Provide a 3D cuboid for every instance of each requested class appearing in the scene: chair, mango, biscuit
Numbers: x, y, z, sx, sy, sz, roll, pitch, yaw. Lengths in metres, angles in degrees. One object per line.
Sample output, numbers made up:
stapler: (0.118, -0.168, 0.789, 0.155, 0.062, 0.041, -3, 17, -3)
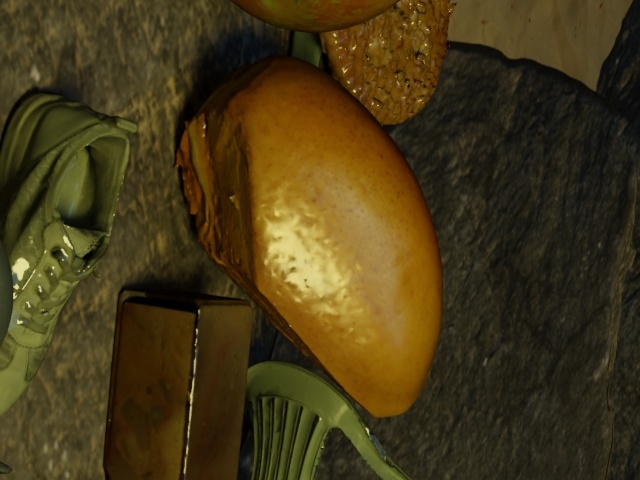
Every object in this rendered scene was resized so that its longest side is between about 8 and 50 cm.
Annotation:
chair: (-0.019, 0.275, 1.694, 0.190, 0.203, 0.275, 32, 74, -42)
mango: (0.000, 0.000, 1.615, 0.350, 0.199, 0.201, 59, 20, -3)
biscuit: (0.068, -0.241, 1.791, 0.254, 0.035, 0.254, -1, 91, -57)

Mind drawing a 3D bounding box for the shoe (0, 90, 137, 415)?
shoe: (-0.223, 0.013, 1.429, 0.103, 0.098, 0.275, 26, 75, -51)

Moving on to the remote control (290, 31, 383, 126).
remote control: (0.018, -0.129, 1.803, 0.140, 0.056, 0.296, 7, 89, -58)

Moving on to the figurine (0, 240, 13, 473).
figurine: (-0.318, 0.084, 1.211, 0.265, 0.197, 0.175, -51, 140, -10)

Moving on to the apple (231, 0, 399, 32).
apple: (0.001, -0.312, 1.575, 0.226, 0.246, 0.246, -35, 125, -32)

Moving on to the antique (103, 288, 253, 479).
antique: (-0.133, 0.201, 1.595, 0.087, 0.093, 0.310, 2, 94, -57)
